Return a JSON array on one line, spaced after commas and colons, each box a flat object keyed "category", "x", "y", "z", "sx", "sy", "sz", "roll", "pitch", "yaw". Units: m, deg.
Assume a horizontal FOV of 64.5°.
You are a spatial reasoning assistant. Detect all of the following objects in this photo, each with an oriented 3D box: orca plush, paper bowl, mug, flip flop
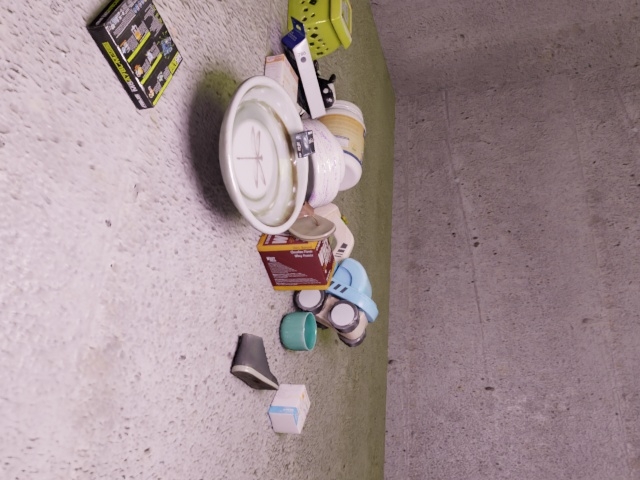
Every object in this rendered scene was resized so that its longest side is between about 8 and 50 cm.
[{"category": "orca plush", "x": -0.019, "y": -0.634, "z": 2.031, "sx": 0.102, "sy": 0.151, "sz": 0.287, "roll": 17, "pitch": 50, "yaw": -31}, {"category": "paper bowl", "x": -0.029, "y": -0.246, "z": 1.626, "sx": 0.148, "sy": 0.284, "sz": 0.284, "roll": -16, "pitch": 106, "yaw": -30}, {"category": "mug", "x": -0.075, "y": 0.313, "z": 1.723, "sx": 0.158, "sy": 0.097, "sz": 0.129, "roll": 62, "pitch": 30, "yaw": -53}, {"category": "flip flop", "x": -0.077, "y": -0.091, "z": 1.530, "sx": 0.112, "sy": 0.277, "sz": 0.080, "roll": -40, "pitch": 155, "yaw": -33}]

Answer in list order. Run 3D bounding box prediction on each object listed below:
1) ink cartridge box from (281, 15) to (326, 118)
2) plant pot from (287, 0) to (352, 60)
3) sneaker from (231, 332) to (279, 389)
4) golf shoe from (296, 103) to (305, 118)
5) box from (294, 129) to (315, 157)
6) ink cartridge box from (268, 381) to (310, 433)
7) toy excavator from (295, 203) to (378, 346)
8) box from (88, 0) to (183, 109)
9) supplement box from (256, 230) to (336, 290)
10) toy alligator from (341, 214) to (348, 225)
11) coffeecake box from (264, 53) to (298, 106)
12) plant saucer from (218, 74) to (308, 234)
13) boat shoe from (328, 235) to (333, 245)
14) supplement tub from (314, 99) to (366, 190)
[{"category": "ink cartridge box", "x": -0.068, "y": -0.623, "z": 1.837, "sx": 0.165, "sy": 0.065, "sz": 0.333, "roll": -121, "pitch": -168, "yaw": -53}, {"category": "plant pot", "x": 0.008, "y": -0.874, "z": 1.991, "sx": 0.227, "sy": 0.207, "sz": 0.228, "roll": 36, "pitch": 52, "yaw": -66}, {"category": "sneaker", "x": -0.170, "y": 0.353, "z": 1.454, "sx": 0.222, "sy": 0.083, "sz": 0.118, "roll": 59, "pitch": 32, "yaw": -53}, {"category": "golf shoe", "x": -0.091, "y": -0.468, "z": 1.819, "sx": 0.069, "sy": 0.086, "sz": 0.176, "roll": 25, "pitch": 62, "yaw": -67}, {"category": "box", "x": -0.043, "y": -0.272, "z": 1.426, "sx": 0.083, "sy": 0.018, "sz": 0.067, "roll": -38, "pitch": 124, "yaw": -60}, {"category": "ink cartridge box", "x": -0.096, "y": 0.534, "z": 1.638, "sx": 0.143, "sy": 0.089, "sz": 0.092, "roll": -63, "pitch": 145, "yaw": -56}, {"category": "toy excavator", "x": 0.070, "y": 0.112, "z": 1.928, "sx": 0.445, "sy": 0.433, "sz": 0.222, "roll": -56, "pitch": 153, "yaw": -18}, {"category": "box", "x": -0.368, "y": -0.399, "z": 1.039, "sx": 0.184, "sy": 0.045, "sz": 0.191, "roll": 70, "pitch": 24, "yaw": -47}, {"category": "supplement box", "x": -0.072, "y": 0.046, "z": 1.625, "sx": 0.129, "sy": 0.191, "sz": 0.194, "roll": -70, "pitch": 151, "yaw": -47}, {"category": "toy alligator", "x": 0.083, "y": -0.099, "z": 2.348, "sx": 0.051, "sy": 0.056, "sz": 0.190, "roll": 48, "pitch": -2, "yaw": 32}, {"category": "coffeecake box", "x": -0.134, "y": -0.507, "z": 1.720, "sx": 0.142, "sy": 0.068, "sz": 0.186, "roll": 43, "pitch": 47, "yaw": -65}, {"category": "plant saucer", "x": -0.160, "y": -0.214, "z": 1.314, "sx": 0.400, "sy": 0.100, "sz": 0.401, "roll": -1, "pitch": 90, "yaw": -65}, {"category": "boat shoe", "x": 0.045, "y": -0.053, "z": 2.196, "sx": 0.066, "sy": 0.063, "sz": 0.184, "roll": 51, "pitch": 39, "yaw": -61}, {"category": "supplement tub", "x": 0.065, "y": -0.384, "z": 2.048, "sx": 0.228, "sy": 0.228, "sz": 0.316, "roll": 60, "pitch": 32, "yaw": -54}]
